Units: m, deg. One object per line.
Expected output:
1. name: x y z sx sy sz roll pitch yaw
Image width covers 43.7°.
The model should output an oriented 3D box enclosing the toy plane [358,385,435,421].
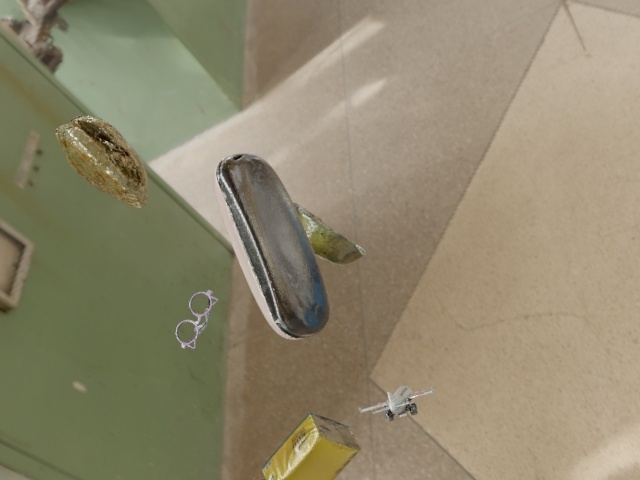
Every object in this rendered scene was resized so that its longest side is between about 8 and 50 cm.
1. toy plane: 0.166 0.331 1.635 0.162 0.171 0.065 -20 75 18

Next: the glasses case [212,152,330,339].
1. glasses case: -0.076 0.006 1.257 0.075 0.122 0.314 -30 79 39

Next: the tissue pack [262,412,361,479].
1. tissue pack: -0.018 0.436 1.588 0.169 0.120 0.082 -51 34 17

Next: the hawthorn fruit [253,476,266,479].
1. hawthorn fruit: -0.079 0.680 1.816 0.308 0.325 0.308 7 99 44

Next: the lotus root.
1. lotus root: 0.000 0.000 1.636 0.078 0.183 0.203 -54 1 4

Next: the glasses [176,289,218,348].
1. glasses: -0.266 0.183 1.805 0.062 0.104 0.140 23 84 18

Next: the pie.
1. pie: -0.364 -0.130 1.344 0.079 0.193 0.163 -48 -1 -29
